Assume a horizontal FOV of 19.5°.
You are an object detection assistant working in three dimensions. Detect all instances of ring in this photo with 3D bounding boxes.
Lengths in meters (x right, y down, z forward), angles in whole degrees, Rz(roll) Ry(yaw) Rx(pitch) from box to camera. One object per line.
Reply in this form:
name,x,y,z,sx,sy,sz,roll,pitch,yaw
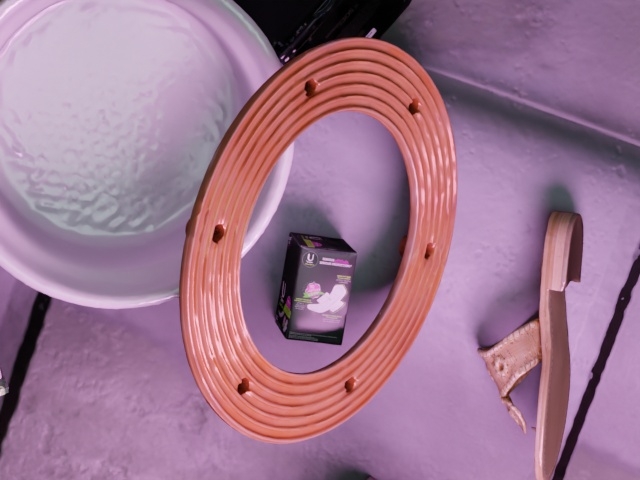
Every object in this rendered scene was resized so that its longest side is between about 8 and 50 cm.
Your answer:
ring,0.000,0.000,1.505,0.336,0.032,0.337,-23,121,-46

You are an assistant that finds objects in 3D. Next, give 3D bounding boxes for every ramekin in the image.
ramekin,-0.167,-0.093,1.512,0.277,0.135,0.277,-2,101,-9

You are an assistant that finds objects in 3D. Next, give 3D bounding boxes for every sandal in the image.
sandal,0.180,0.091,1.655,0.079,0.088,0.240,7,94,20

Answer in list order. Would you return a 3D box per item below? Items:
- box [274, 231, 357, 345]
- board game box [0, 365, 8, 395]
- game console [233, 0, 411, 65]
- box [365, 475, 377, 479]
box,-0.005,0.041,1.605,0.052,0.062,0.083,8,101,-13
board game box,-0.323,-0.002,1.505,0.030,0.136,0.260,-22,106,-29
game console,-0.002,-0.204,1.583,0.122,0.071,0.107,-48,135,3
box,0.100,0.349,1.652,0.122,0.128,0.257,-45,104,1
